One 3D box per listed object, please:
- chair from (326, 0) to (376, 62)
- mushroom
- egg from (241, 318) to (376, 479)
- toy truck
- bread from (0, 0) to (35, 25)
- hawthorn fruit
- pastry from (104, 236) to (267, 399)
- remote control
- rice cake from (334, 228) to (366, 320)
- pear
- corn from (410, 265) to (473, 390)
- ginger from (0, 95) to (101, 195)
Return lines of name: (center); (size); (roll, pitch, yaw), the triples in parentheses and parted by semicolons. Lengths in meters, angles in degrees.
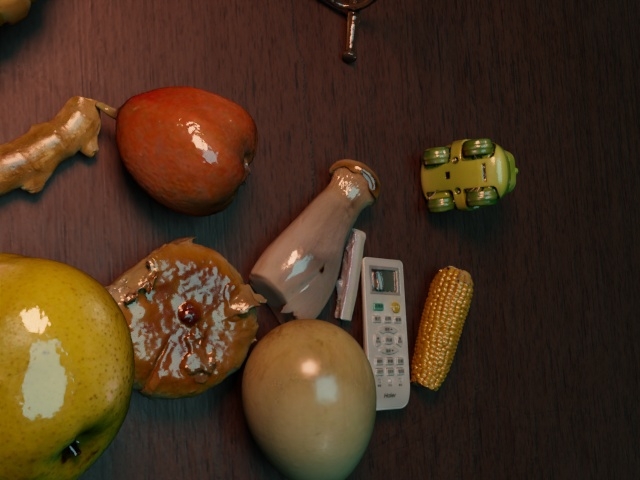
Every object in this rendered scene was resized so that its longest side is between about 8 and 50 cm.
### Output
chair: (0.043, -0.635, 1.040); (0.364, 0.362, 0.410); (19, 69, -30)
mushroom: (0.000, 0.000, 1.085); (0.329, 0.122, 0.159); (-56, 150, -24)
egg: (-0.014, 0.272, 0.972); (0.218, 0.218, 0.296); (-23, 110, -33)
toy truck: (0.330, -0.139, 1.258); (0.210, 0.187, 0.148); (-7, 92, -34)
bread: (-0.500, -0.396, 0.755); (0.333, 0.160, 0.333); (3, 84, -31)
hawthorn fruit: (-0.221, -0.153, 0.908); (0.251, 0.199, 0.199); (28, 70, -17)
pastry: (-0.212, 0.126, 0.911); (0.257, 0.120, 0.236); (-39, 106, -30)
remote control: (0.121, 0.182, 1.169); (0.103, 0.051, 0.293); (7, 78, -33)
rice cake: (0.055, 0.065, 1.148); (0.042, 0.030, 0.180); (19, 75, -35)
pear: (-0.359, 0.158, 0.712); (0.294, 0.294, 0.294); (4, 83, -33)
corn: (0.250, 0.179, 1.230); (0.091, 0.091, 0.260); (36, 69, -43)
ginger: (-0.428, -0.116, 0.829); (0.299, 0.065, 0.118); (-43, 117, -28)
